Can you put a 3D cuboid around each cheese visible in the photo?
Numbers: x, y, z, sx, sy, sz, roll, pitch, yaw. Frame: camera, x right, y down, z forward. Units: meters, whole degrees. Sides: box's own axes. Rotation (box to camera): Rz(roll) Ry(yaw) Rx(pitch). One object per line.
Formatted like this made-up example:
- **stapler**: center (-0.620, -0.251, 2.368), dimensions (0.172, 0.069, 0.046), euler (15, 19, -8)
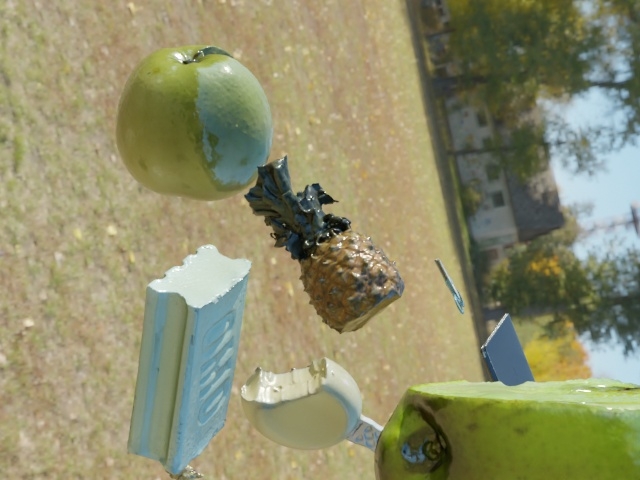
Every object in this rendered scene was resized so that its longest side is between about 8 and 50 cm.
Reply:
- **cheese**: center (0.004, 0.271, 1.334), dimensions (0.249, 0.163, 0.071), euler (50, 20, -27)

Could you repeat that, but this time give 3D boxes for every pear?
- **pear**: center (0.192, 0.218, 0.819), dimensions (0.286, 0.282, 0.176), euler (126, -35, -83)

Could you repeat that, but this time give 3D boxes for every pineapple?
- **pineapple**: center (-0.001, 0.000, 1.186), dimensions (0.248, 0.128, 0.128), euler (53, 4, 15)

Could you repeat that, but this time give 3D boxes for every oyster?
- **oyster**: center (-0.275, 0.465, 1.776), dimensions (0.083, 0.081, 0.038), euler (117, -2, -61)

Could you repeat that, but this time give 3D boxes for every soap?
- **soap**: center (-0.126, 0.116, 0.875), dimensions (0.114, 0.063, 0.198), euler (-42, 148, -57)

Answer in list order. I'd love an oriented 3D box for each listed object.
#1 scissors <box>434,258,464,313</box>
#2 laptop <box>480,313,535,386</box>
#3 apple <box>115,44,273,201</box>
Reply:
- **scissors**: center (0.249, 0.085, 1.724), dimensions (0.119, 0.014, 0.058), euler (61, 20, -14)
- **laptop**: center (0.339, 0.237, 1.596), dimensions (0.129, 0.016, 0.180), euler (-41, 114, -49)
- **apple**: center (-0.223, -0.211, 1.600), dimensions (0.292, 0.292, 0.254), euler (-80, 170, -63)
